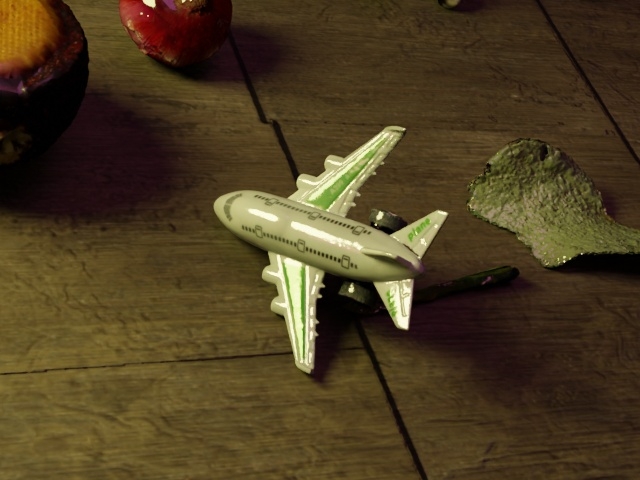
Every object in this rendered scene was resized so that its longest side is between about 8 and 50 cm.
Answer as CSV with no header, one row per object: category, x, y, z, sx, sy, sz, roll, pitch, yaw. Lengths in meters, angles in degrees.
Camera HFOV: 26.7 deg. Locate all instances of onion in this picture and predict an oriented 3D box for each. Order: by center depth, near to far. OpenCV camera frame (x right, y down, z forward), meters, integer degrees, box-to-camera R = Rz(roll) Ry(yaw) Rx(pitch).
onion,-0.161,-0.259,1.524,0.131,0.131,0.131,14,42,-13

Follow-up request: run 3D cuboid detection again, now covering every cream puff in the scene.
cream puff,-0.342,-0.163,1.301,0.239,0.165,0.239,13,43,-13

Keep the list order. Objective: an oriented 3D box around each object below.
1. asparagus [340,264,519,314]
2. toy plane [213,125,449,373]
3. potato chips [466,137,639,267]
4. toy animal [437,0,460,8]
asparagus,0.116,0.052,1.409,0.233,0.022,0.023,-10,67,-34
toy plane,0.003,0.001,1.324,0.255,0.251,0.101,17,-6,34
potato chips,0.292,-0.030,1.554,0.228,0.059,0.167,39,49,9
toy animal,0.056,-0.485,1.822,0.303,0.194,0.344,10,40,-25
